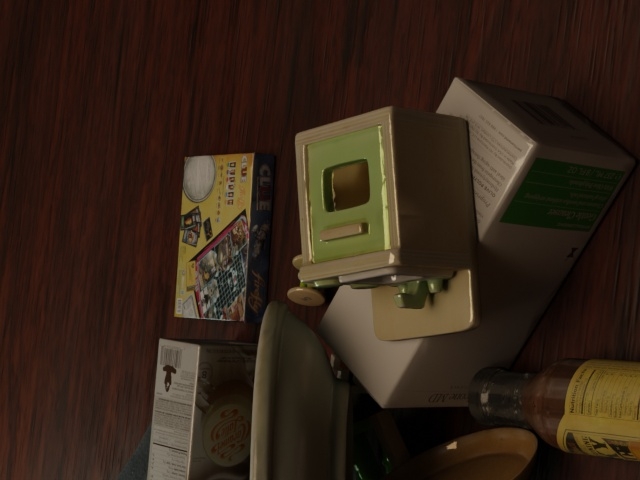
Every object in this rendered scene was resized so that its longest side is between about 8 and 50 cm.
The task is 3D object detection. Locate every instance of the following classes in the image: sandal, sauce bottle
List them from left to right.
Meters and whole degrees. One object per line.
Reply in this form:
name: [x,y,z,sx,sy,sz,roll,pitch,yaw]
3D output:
sandal: [-0.240,0.333,2.285,0.254,0.054,0.097,-48,46,44]
sauce bottle: [0.313,0.184,1.662,0.344,0.111,0.111,0,86,49]

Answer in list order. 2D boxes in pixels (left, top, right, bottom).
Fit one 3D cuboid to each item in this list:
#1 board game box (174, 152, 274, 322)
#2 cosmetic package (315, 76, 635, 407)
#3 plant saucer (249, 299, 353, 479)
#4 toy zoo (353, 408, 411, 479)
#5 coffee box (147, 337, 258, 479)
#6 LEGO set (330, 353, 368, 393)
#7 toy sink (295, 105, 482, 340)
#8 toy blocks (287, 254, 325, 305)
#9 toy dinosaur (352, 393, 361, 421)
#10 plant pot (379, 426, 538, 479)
board game box: [-0.141,-0.004,2.213,0.165,0.042,0.243,1,87,47]
cosmetic package: [0.175,0.010,1.763,0.155,0.197,0.365,46,120,38]
plant saucer: [-0.015,0.271,1.778,0.101,0.400,0.400,1,85,4]
toy zoo: [0.021,0.353,1.974,0.293,0.030,0.192,-31,80,41]
coffee box: [-0.157,0.265,2.130,0.098,0.141,0.246,5,90,47]
LEGO set: [0.073,0.102,1.953,0.087,0.093,0.227,-140,56,-76]
toy sink: [0.068,-0.012,1.641,0.153,0.131,0.234,-11,79,46]
toy blocks: [0.000,0.000,2.042,0.123,0.054,0.148,121,162,-63]
toy dinosaur: [-0.045,0.281,2.070,0.118,0.064,0.268,50,125,30]
plant pot: [0.149,0.290,1.759,0.236,0.236,0.032,-16,103,45]
